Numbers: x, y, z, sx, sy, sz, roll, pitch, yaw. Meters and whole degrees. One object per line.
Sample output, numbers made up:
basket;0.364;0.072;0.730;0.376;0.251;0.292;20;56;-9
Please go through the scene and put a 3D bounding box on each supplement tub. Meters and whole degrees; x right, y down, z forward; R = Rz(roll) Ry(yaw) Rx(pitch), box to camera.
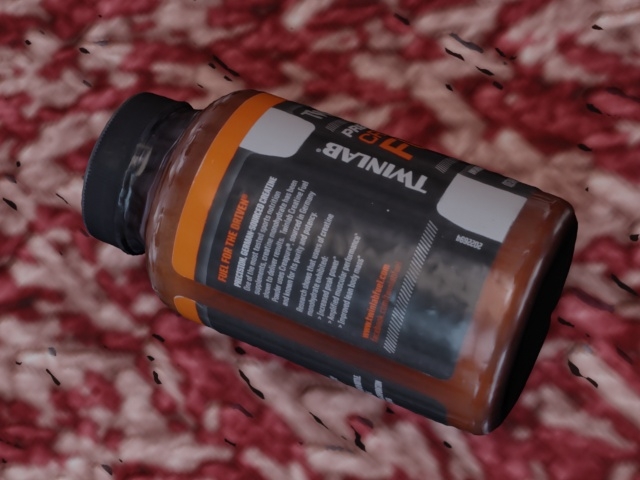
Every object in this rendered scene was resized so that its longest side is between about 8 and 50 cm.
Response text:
supplement tub;0.000;0.000;0.561;0.197;0.106;0.106;21;84;15
